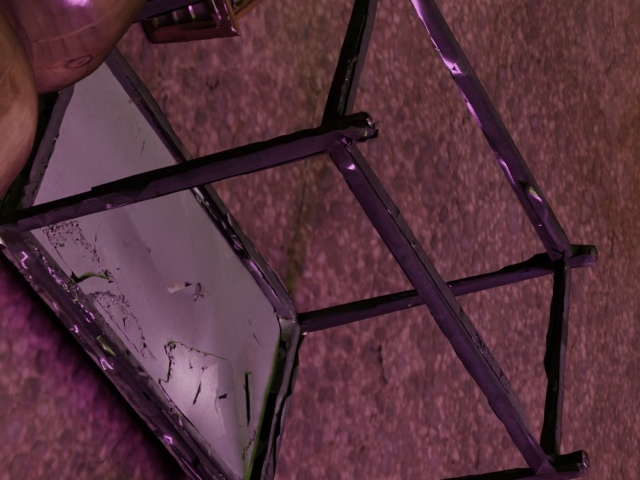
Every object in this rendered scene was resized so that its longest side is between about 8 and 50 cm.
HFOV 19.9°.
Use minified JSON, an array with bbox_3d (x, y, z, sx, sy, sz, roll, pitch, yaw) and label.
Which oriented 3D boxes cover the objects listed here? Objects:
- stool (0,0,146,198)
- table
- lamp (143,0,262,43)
[{"bbox_3d":[-0.236,-0.102,1.048,0.179,0.179,0.264,58,46,-33],"label":"stool"},{"bbox_3d":[0.000,0.000,1.243,0.335,0.272,0.222,56,31,-36],"label":"table"},{"bbox_3d":[-0.027,-0.263,1.413,0.325,0.090,0.089,-45,124,-43],"label":"lamp"}]
